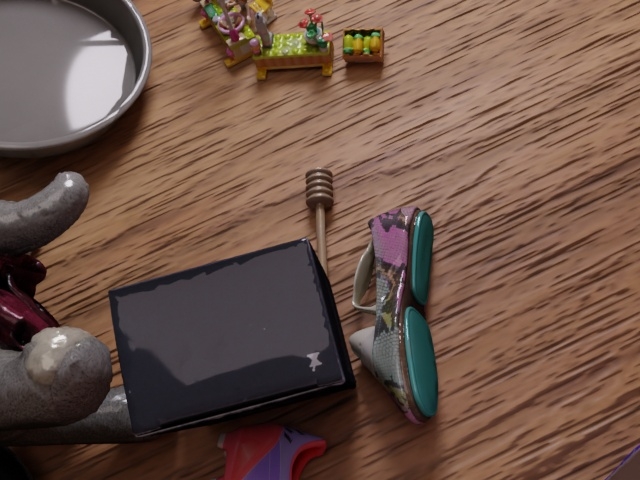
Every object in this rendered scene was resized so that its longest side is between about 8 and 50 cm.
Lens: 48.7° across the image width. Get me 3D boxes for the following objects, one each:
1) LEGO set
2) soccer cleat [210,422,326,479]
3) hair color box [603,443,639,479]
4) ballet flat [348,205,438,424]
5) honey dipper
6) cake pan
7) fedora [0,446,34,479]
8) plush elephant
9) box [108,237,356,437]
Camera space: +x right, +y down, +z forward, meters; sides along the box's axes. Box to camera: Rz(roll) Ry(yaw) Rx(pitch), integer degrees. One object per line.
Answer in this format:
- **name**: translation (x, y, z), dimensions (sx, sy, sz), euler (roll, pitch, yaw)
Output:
- **LEGO set**: translation (-0.065, -0.274, 0.837), dimensions (0.287, 0.107, 0.132), euler (33, 73, 24)
- **soccer cleat**: translation (-0.050, 0.270, 0.566), dimensions (0.095, 0.083, 0.247), euler (1, 60, 6)
- **hair color box**: translation (0.261, 0.186, 0.398), dimensions (0.110, 0.338, 0.185), euler (-33, 61, -9)
- **ballet flat**: translation (0.067, 0.067, 0.660), dimensions (0.079, 0.077, 0.221), euler (-13, 54, 25)
- **honey dipper**: translation (0.000, 0.000, 0.725), dimensions (0.031, 0.030, 0.160), euler (-5, 64, 8)
- **cake pan**: translation (-0.351, -0.217, 0.841), dimensions (0.293, 0.054, 0.293), euler (6, 62, -11)
- **fedora**: translation (-0.400, 0.296, 0.575), dimensions (0.334, 0.152, 0.333), euler (-5, 61, 8)
- **plush elephant**: translation (-0.294, 0.041, 0.602), dimensions (0.330, 0.272, 0.255), euler (-5, 71, 7)
- **box**: translation (-0.058, 0.086, 0.579), dimensions (0.153, 0.207, 0.108), euler (-15, 76, 1)
